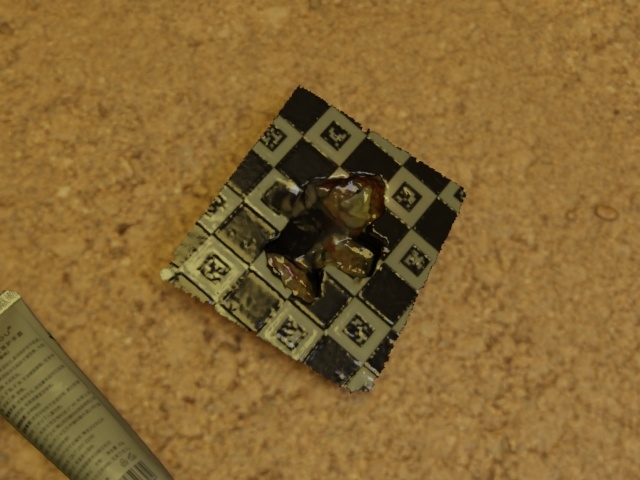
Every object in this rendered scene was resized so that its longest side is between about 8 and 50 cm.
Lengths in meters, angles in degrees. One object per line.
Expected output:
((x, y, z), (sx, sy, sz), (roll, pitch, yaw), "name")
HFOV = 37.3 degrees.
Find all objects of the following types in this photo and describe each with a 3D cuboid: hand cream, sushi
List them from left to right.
((-0.194, 0.140, 0.730), (0.234, 0.050, 0.080), (42, 74, 13), "hand cream")
((0.000, 0.000, 0.796), (0.193, 0.040, 0.210), (32, 69, -3), "sushi")
